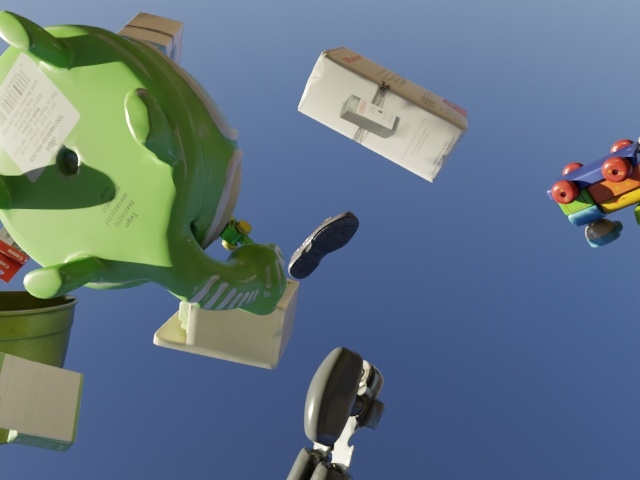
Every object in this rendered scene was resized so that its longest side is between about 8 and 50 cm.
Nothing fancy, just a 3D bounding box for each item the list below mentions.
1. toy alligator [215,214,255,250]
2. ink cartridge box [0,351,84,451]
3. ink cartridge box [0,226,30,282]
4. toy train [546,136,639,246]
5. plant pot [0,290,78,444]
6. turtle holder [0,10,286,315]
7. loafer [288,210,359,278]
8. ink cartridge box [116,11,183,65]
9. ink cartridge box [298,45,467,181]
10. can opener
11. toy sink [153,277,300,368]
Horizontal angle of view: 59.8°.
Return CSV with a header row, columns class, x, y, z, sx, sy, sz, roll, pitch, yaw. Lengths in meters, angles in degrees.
class,x,y,z,sx,sy,sz,roll,pitch,yaw
toy alligator,-0.187,-0.038,1.001,0.190,0.056,0.051,33,-155,-19
ink cartridge box,-0.626,0.334,1.168,0.235,0.056,0.171,28,-147,-34
ink cartridge box,-0.530,0.009,0.963,0.063,0.029,0.115,37,-111,-12
toy train,0.515,-0.089,0.899,0.143,0.248,0.105,56,-136,-6
plant pot,-0.844,0.331,1.468,0.367,0.353,0.366,3,-178,0
turtle holder,-0.171,-0.073,0.567,0.320,0.243,0.227,17,-167,16
loafer,0.000,0.000,1.842,0.109,0.302,0.095,36,-158,-27
ink cartridge box,-0.279,-0.267,0.890,0.082,0.139,0.190,10,-146,-7
ink cartridge box,0.095,-0.189,0.808,0.218,0.092,0.158,30,-155,2
can opener,-0.019,0.252,0.603,0.095,0.283,0.076,33,168,-28
toy sink,-0.171,0.127,1.041,0.234,0.131,0.153,11,-165,6
